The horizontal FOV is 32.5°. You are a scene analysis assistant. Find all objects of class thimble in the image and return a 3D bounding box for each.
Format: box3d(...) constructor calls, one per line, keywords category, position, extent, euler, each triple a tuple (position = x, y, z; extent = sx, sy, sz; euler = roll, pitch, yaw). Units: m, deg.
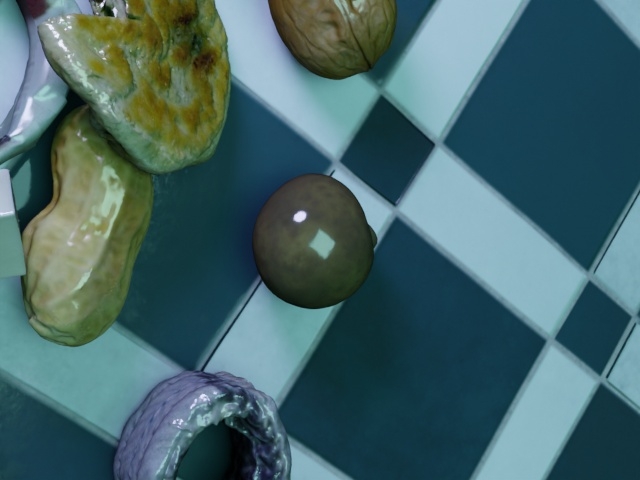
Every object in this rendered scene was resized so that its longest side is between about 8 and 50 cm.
box3d(category="thimble", position=(-0.150, 0.298, 1.445), extent=(0.217, 0.157, 0.245), euler=(13, 87, -28))

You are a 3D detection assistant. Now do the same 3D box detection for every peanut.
box3d(category="peanut", position=(-0.289, -0.021, 1.362), extent=(0.147, 0.147, 0.305), euler=(20, 84, -27))

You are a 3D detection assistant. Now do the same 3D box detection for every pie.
box3d(category="pie", position=(-0.209, -0.241, 1.358), extent=(0.337, 0.075, 0.337), euler=(26, 58, -49))

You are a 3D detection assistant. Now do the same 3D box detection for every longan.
box3d(category="longan", position=(0.000, 0.000, 1.503), extent=(0.204, 0.159, 0.185), euler=(-5, 95, -44))

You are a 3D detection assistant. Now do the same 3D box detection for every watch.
box3d(category="watch", position=(-0.398, -0.222, 1.298), extent=(0.241, 0.162, 0.253), euler=(-28, 109, -36))

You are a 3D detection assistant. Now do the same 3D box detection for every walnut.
box3d(category="walnut", position=(0.017, -0.318, 1.488), extent=(0.167, 0.167, 0.207), euler=(-38, 112, -20))

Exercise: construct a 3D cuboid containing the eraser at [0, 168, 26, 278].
box3d(category="eraser", position=(-0.481, 0.003, 1.234), extent=(0.279, 0.081, 0.124), euler=(-10, 143, -15))
